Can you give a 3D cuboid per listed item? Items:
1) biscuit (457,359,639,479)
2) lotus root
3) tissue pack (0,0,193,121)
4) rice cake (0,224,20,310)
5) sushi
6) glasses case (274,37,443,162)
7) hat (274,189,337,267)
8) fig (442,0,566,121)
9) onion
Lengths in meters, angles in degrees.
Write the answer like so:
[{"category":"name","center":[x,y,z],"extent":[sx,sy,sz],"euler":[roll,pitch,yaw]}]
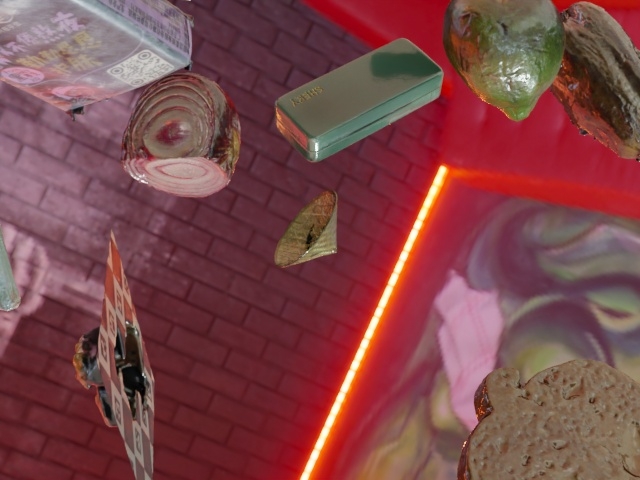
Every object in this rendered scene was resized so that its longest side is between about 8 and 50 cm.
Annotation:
[{"category":"biscuit","center":[0.336,0.300,1.527],"extent":[0.314,0.367,0.063],"euler":[39,139,25]},{"category":"lotus root","center":[0.465,-0.273,1.858],"extent":[0.078,0.167,0.329],"euler":[28,-153,-55]},{"category":"tissue pack","center":[-0.376,-0.307,1.562],"extent":[0.259,0.122,0.361],"euler":[-16,159,25]},{"category":"rice cake","center":[-0.546,0.008,1.842],"extent":[0.040,0.226,0.085],"euler":[-15,180,-4]},{"category":"sushi","center":[-0.272,0.177,1.438],"extent":[0.059,0.294,0.292],"euler":[-9,-146,-2]},{"category":"glasses case","center":[0.043,-0.156,1.222],"extent":[0.078,0.184,0.039],"euler":[47,155,30]},{"category":"hat","center":[0.000,0.000,1.714],"extent":[0.067,0.146,0.146],"euler":[38,171,-20]},{"category":"fig","center":[0.186,-0.185,1.131],"extent":[0.123,0.123,0.156],"euler":[23,145,23]},{"category":"onion","center":[-0.249,-0.203,2.144],"extent":[0.216,0.207,0.206],"euler":[5,163,17]}]
